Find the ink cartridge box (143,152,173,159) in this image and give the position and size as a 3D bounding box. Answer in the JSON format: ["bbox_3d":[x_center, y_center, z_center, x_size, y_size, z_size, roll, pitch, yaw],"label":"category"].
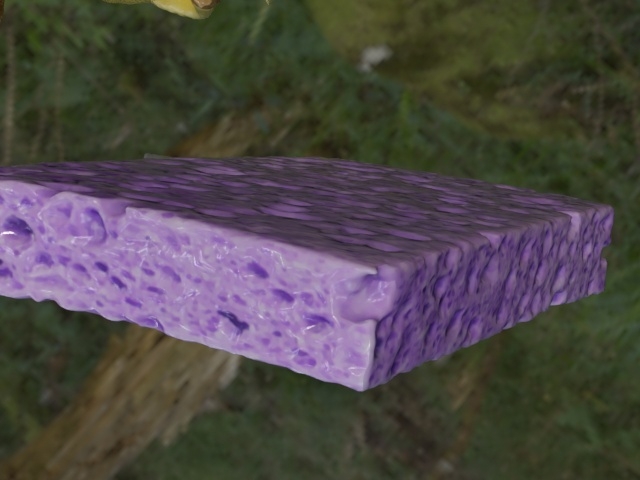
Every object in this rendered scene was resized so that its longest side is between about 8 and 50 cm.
[{"bbox_3d":[-0.063,0.000,0.898,0.088,0.122,0.052,11,109,-2],"label":"ink cartridge box"}]

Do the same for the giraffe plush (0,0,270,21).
[{"bbox_3d":[-0.141,-0.132,0.617,0.210,0.170,0.181,58,-169,-28],"label":"giraffe plush"}]

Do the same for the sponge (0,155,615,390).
[{"bbox_3d":[0.000,0.000,0.464,0.117,0.210,0.031,11,99,22],"label":"sponge"}]
